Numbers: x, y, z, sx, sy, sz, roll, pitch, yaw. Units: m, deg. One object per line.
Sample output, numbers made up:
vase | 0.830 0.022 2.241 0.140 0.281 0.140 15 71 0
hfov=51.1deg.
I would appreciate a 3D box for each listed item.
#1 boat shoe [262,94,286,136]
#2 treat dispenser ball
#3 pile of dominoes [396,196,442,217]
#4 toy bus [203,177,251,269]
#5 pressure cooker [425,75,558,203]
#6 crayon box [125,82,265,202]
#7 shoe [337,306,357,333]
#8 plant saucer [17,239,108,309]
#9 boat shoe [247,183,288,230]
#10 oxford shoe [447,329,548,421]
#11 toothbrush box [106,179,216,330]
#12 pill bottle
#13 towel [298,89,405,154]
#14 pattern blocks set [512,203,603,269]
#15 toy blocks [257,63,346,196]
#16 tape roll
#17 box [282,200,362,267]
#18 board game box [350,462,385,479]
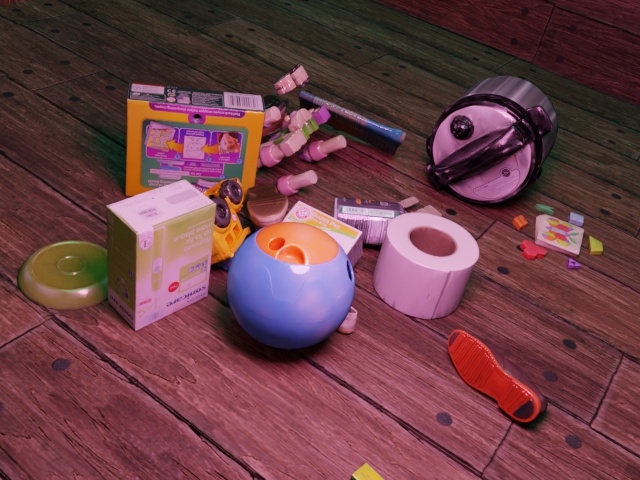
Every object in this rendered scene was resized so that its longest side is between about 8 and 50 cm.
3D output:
boat shoe | -0.251 -0.359 2.200 0.324 0.120 0.122 -25 49 -11
treat dispenser ball | -0.067 0.100 1.505 0.288 0.288 0.288 8 37 -6
pile of dominoes | 0.260 -0.034 2.015 0.251 0.040 0.196 -22 50 -27
toy bus | -0.251 -0.027 1.722 0.149 0.211 0.220 -20 26 31
pressure cooker | 0.552 -0.320 2.187 0.376 0.369 0.420 23 34 19
crayon box | -0.356 -0.264 1.880 0.363 0.313 0.106 3 41 -14
shoe | 0.013 0.143 1.666 0.076 0.058 0.219 -22 49 -38
plant saucer | -0.595 0.070 1.599 0.241 0.037 0.241 8 37 -6
boat shoe | -0.144 -0.075 1.805 0.109 0.098 0.302 -9 18 -9
oxford shoe | 0.408 0.310 1.557 0.098 0.097 0.271 1 37 -49
toothbrush box | -0.361 0.032 1.512 0.122 0.283 0.206 38 43 28
pill bottle | 0.155 -0.048 1.891 0.246 0.130 0.130 5 37 -3
towel | 0.102 -0.400 2.264 0.370 0.040 0.271 24 -2 0
pattern blocks set | 0.758 -0.018 2.135 0.285 0.026 0.325 14 36 1
toy blocks | -0.133 -0.322 2.089 0.260 0.309 0.288 -15 27 40
tape roll | 0.273 0.063 1.759 0.246 0.169 0.246 8 37 -6
box | 0.000 0.000 1.783 0.203 0.114 0.103 27 63 20
board game box | 0.125 0.498 1.200 0.181 0.092 0.043 37 41 29
